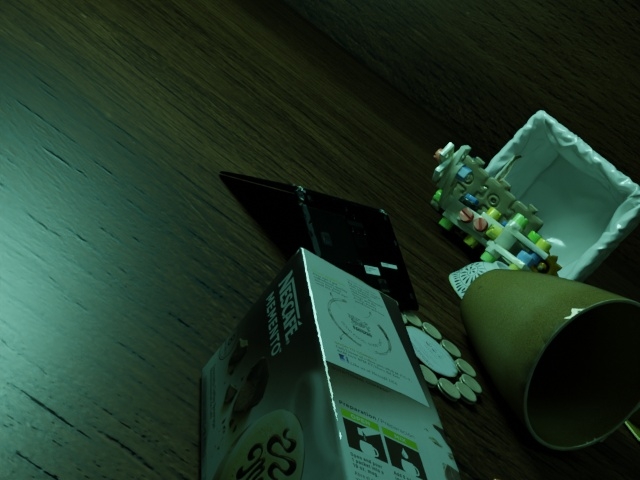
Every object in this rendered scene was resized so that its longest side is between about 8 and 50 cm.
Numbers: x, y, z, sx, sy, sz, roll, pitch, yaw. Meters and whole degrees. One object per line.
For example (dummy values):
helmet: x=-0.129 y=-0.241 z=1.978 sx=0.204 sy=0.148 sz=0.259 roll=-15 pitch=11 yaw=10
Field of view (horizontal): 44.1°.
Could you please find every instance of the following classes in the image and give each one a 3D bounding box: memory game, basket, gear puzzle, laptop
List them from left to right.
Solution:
laptop: x=0.000 y=0.000 z=1.185 sx=0.234 sy=0.136 sz=0.264 roll=11 pitch=57 yaw=-52
memory game: x=0.153 y=0.161 z=1.116 sx=0.186 sy=0.012 sz=0.186 roll=34 pitch=20 yaw=-14
gear puzzle: x=0.411 y=-0.037 z=1.763 sx=0.339 sy=0.175 sz=0.044 roll=46 pitch=38 yaw=20
basket: x=0.560 y=-0.070 z=1.874 sx=0.331 sy=0.328 sz=0.266 roll=47 pitch=19 yaw=23

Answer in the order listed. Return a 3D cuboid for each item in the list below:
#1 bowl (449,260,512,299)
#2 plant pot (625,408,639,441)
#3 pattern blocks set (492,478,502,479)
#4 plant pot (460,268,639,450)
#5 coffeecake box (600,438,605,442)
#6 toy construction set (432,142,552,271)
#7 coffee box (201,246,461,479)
bowl: x=0.331 y=0.092 z=1.480 sx=0.170 sy=0.080 sz=0.170 roll=33 pitch=21 yaw=-14
plant pot: x=0.610 y=0.329 z=1.450 sx=0.083 sy=0.081 sz=0.081 roll=39 pitch=15 yaw=-38
pattern blocks set: x=0.214 y=0.346 z=0.789 sx=0.325 sy=0.026 sz=0.285 roll=39 pitch=19 yaw=1
plant pot: x=0.331 y=0.144 z=1.193 sx=0.237 sy=0.237 sz=0.254 roll=26 pitch=9 yaw=-30
coffeecake box: x=0.470 y=0.212 z=1.297 sx=0.068 sy=0.185 sz=0.142 roll=26 pitch=23 yaw=-32
toy construction set: x=0.335 y=-0.045 z=1.652 sx=0.327 sy=0.151 sz=0.215 roll=55 pitch=10 yaw=19
coffee box: x=-0.002 y=0.161 z=0.614 sx=0.119 sy=0.168 sz=0.297 roll=30 pitch=22 yaw=-22
